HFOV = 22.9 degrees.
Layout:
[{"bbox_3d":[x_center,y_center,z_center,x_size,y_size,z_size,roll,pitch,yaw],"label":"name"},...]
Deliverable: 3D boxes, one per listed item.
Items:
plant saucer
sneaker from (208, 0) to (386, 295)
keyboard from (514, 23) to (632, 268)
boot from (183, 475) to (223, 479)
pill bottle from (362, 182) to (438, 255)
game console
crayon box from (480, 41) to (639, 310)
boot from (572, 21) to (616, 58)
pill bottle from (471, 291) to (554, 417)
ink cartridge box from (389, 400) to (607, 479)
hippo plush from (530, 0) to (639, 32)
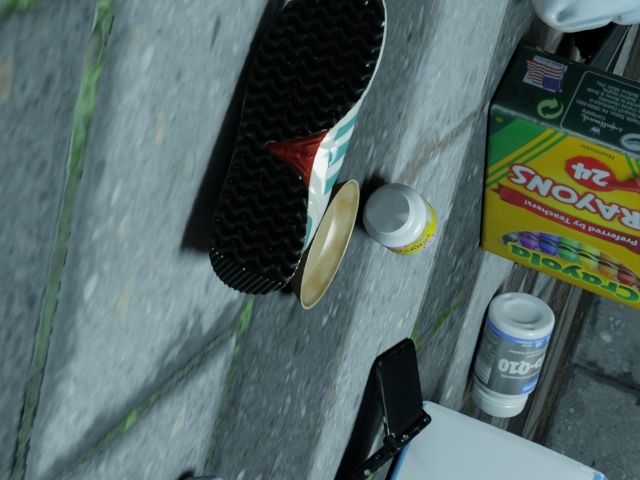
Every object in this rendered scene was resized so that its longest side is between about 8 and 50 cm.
[{"bbox_3d":[0.000,0.000,0.949,0.083,0.015,0.083,21,90,-75],"label":"plant saucer"},{"bbox_3d":[-0.013,-0.053,0.772,0.075,0.057,0.161,-123,-128,-87],"label":"sneaker"},{"bbox_3d":[0.260,-0.091,1.710,0.201,0.033,0.317,-59,168,-27],"label":"keyboard"},{"bbox_3d":[-0.066,0.264,0.851,0.095,0.123,0.258,57,55,-73],"label":"boot"},{"bbox_3d":[0.053,-0.015,1.068,0.083,0.043,0.043,26,85,-75],"label":"pill bottle"},{"bbox_3d":[0.047,0.151,1.348,0.107,0.071,0.122,-42,172,17],"label":"game console"},{"bbox_3d":[0.260,-0.036,1.487,0.318,0.202,0.081,81,33,-62],"label":"crayon box"},{"bbox_3d":[0.299,-0.227,1.689,0.099,0.045,0.121,-54,157,-45],"label":"boot"},{"bbox_3d":[0.221,0.135,1.836,0.078,0.078,0.137,-52,157,-50],"label":"pill bottle"},{"bbox_3d":[0.176,0.299,1.653,0.270,0.197,0.198,38,74,-76],"label":"ink cartridge box"},{"bbox_3d":[0.261,-0.301,1.235,0.294,0.234,0.237,-86,166,-89],"label":"hippo plush"}]
